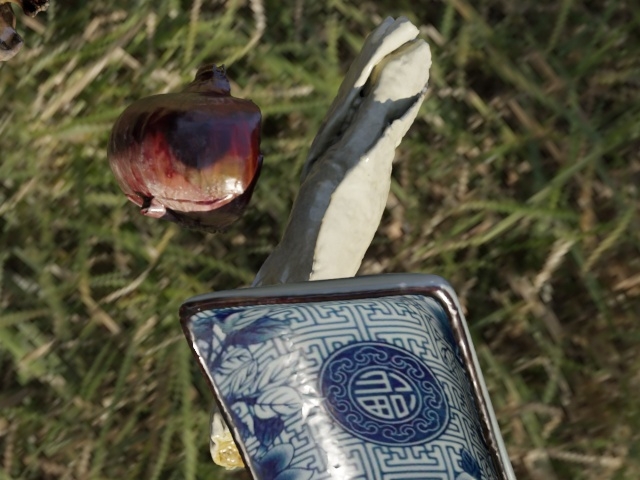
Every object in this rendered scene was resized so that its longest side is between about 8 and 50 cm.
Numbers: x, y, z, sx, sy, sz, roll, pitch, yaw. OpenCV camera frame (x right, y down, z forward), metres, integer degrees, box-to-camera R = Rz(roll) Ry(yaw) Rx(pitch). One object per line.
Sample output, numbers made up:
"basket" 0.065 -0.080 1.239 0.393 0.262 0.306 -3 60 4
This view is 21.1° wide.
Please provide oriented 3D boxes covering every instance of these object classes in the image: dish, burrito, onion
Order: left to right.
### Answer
"onion" -0.127 -0.083 1.477 0.098 0.206 0.151 6 82 -25
"burrito" 0.000 0.000 1.377 0.076 0.117 0.392 23 81 -8
"dish" 0.035 0.106 1.112 0.080 0.182 0.243 -66 144 -48

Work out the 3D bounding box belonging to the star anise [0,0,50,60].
"star anise" -0.286 -0.257 1.473 0.118 0.332 0.331 37 55 -38
